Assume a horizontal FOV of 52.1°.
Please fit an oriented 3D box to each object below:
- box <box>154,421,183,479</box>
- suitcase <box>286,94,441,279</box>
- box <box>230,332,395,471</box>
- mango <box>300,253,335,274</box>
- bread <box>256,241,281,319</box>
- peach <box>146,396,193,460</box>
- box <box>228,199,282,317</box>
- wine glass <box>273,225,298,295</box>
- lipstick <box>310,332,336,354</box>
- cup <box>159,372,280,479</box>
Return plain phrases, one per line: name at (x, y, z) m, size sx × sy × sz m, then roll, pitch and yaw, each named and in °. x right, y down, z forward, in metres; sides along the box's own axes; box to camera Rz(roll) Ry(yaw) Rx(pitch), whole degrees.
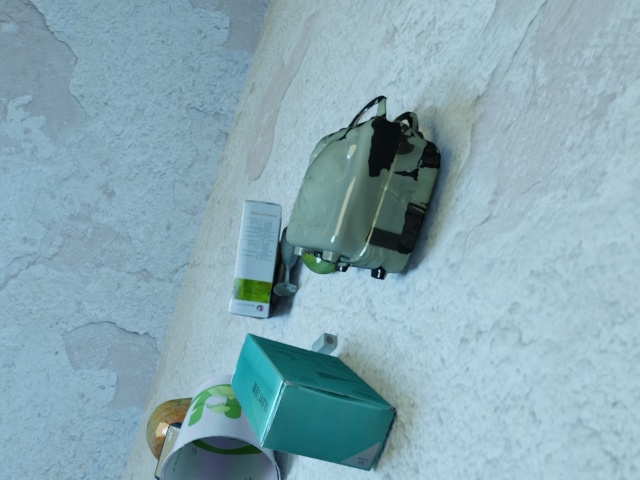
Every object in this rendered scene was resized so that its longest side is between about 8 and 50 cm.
box at (-0.322, 0.581, 1.726) m, size 0.230 × 0.050 × 0.160 m, roll 8°, pitch 77°, yaw 27°
suitcase at (0.072, -0.113, 1.262) m, size 0.339 × 0.194 × 0.351 m, roll -70°, pitch 19°, yaw -4°
box at (-0.030, 0.276, 1.165) m, size 0.311 × 0.205 × 0.118 m, roll -160°, pitch 86°, yaw -71°
mango at (0.000, 0.000, 1.527) m, size 0.130 × 0.091 × 0.195 m, roll -59°, pitch 31°, yaw 27°
bread at (-0.172, 0.109, 1.917) m, size 0.092 × 0.074 × 0.239 m, roll 151°, pitch 135°, yaw -70°
peach at (-0.389, 0.543, 1.912) m, size 0.232 × 0.232 × 0.232 m, roll -54°, pitch 25°, yaw 41°
box at (-0.170, 0.057, 1.767) m, size 0.200 × 0.106 × 0.300 m, roll 113°, pitch 163°, yaw -82°
wine glass at (-0.086, 0.052, 1.748) m, size 0.066 × 0.066 × 0.198 m, roll -52°, pitch 26°, yaw 45°
lipstick at (-0.009, 0.241, 1.404) m, size 0.129 × 0.030 × 0.030 m, roll -51°, pitch 28°, yaw 46°
cup at (-0.215, 0.460, 1.491) m, size 0.274 × 0.253 × 0.253 m, roll -95°, pitch 28°, yaw -67°
